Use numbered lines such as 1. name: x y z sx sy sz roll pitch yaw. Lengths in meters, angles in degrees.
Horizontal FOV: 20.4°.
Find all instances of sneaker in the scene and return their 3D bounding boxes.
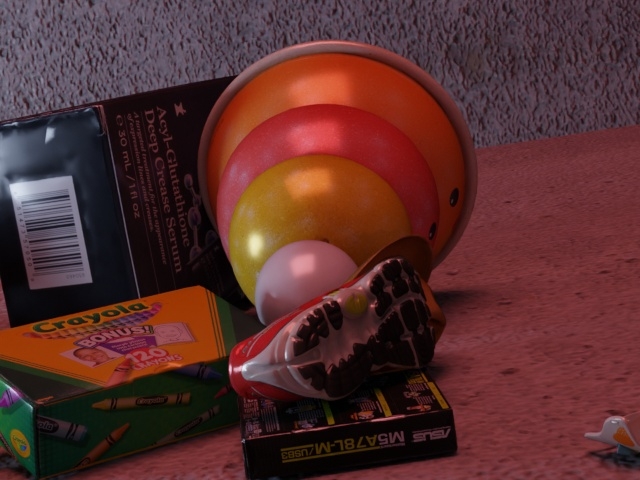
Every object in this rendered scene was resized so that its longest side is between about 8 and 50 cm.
1. sneaker: 0.011 0.086 1.641 0.118 0.107 0.279 -15 -1 33

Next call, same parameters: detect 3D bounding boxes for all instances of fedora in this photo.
1. fedora: 0.071 0.085 1.816 0.079 0.194 0.194 38 31 23

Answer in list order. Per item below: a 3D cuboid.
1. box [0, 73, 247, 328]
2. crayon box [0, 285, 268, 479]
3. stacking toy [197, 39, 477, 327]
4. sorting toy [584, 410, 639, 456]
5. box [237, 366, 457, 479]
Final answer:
1. box: -0.231 -0.044 2.322 0.212 0.293 0.395 -7 8 29
2. crayon box: -0.189 0.131 1.723 0.278 0.081 0.165 -13 26 -34
3. stacking toy: 0.000 0.000 2.041 0.350 0.351 0.480 -7 24 10
4. sorting toy: 0.255 0.153 1.440 0.083 0.045 0.075 -14 3 -32
5. box: 0.019 0.162 1.592 0.184 0.045 0.191 -6 7 -4
